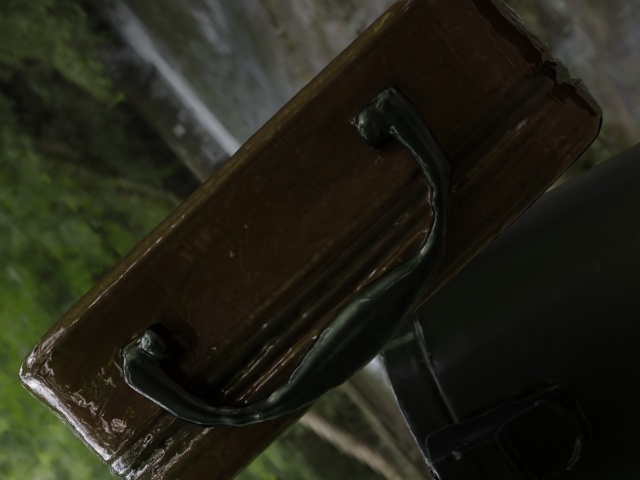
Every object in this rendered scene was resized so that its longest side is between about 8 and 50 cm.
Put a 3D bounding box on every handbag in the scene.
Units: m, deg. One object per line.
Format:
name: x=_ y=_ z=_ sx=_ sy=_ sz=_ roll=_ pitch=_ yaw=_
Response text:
handbag: x=0.000 y=0.000 z=0.445 sx=0.072 sy=0.193 sz=0.151 roll=49 pitch=-175 yaw=1

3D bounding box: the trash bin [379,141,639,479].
trash bin: x=0.210 y=0.046 z=0.874 sx=0.203 sy=0.301 sz=0.252 roll=58 pitch=-163 yaw=-7
